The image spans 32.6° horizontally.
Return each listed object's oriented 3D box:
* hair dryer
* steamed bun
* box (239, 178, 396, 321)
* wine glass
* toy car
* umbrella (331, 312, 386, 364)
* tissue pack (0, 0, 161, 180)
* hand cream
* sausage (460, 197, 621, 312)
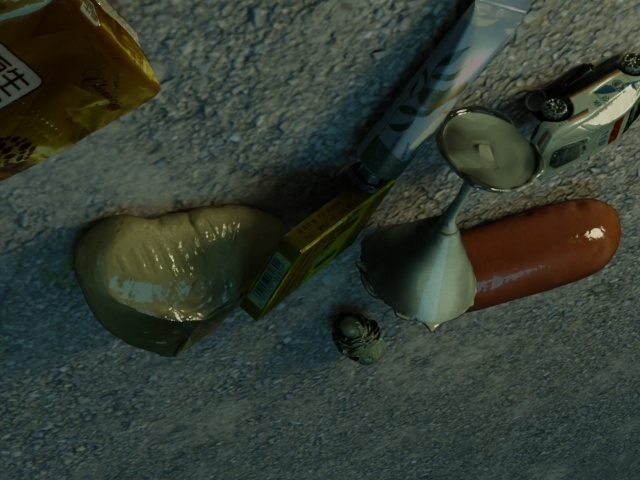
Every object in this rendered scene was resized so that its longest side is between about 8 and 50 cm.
[{"bbox_3d":[0.268,-0.166,1.210,0.083,0.026,0.047,-42,148,15],"label":"hair dryer"},{"bbox_3d":[-0.165,0.054,1.172,0.212,0.110,0.231,12,132,-45],"label":"steamed bun"},{"bbox_3d":[0.000,0.000,1.185,0.193,0.030,0.121,-39,167,-47],"label":"box"},{"bbox_3d":[0.146,-0.028,1.214,0.156,0.156,0.232,-8,146,-25],"label":"wine glass"},{"bbox_3d":[0.307,-0.138,1.213,0.205,0.056,0.095,-30,151,-19],"label":"toy car"},{"bbox_3d":[0.053,0.136,1.493,0.067,0.062,0.143,-7,156,10],"label":"umbrella"},{"bbox_3d":[-0.254,-0.150,0.811,0.183,0.092,0.226,-29,151,7],"label":"tissue pack"},{"bbox_3d":[0.110,-0.151,1.104,0.088,0.055,0.256,3,134,-44],"label":"hand cream"},{"bbox_3d":[0.266,0.016,1.406,0.259,0.113,0.113,-16,149,-10],"label":"sausage"}]
